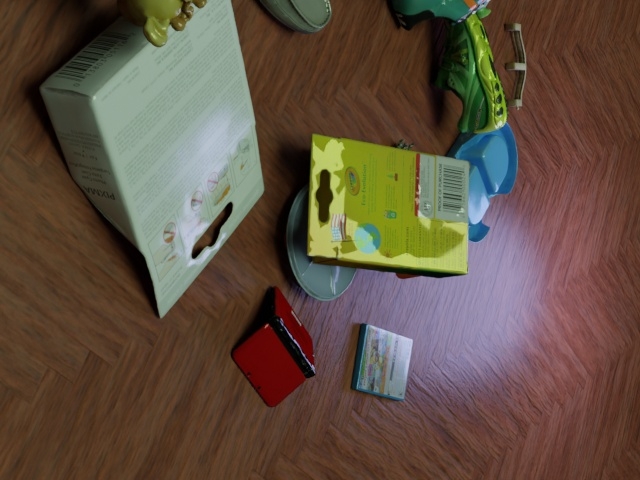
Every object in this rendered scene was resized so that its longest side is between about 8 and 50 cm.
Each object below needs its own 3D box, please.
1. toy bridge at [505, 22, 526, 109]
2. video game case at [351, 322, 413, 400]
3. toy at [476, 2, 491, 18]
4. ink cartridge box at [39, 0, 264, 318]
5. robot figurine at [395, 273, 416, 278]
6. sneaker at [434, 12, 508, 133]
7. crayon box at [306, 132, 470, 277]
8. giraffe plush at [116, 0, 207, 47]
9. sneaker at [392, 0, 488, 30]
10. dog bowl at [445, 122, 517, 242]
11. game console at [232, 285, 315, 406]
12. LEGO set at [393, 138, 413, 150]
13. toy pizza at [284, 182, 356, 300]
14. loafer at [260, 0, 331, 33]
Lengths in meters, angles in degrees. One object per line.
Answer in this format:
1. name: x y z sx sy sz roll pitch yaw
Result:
1. toy bridge: 0.434 -0.384 2.385 0.063 0.026 0.188 -10 99 -55
2. video game case: 0.115 0.225 1.973 0.166 0.015 0.119 24 73 -52
3. toy: 0.296 -0.556 2.162 0.137 0.056 0.237 -53 132 -40
4. ink cartridge box: -0.208 -0.133 1.485 0.308 0.091 0.385 -54 149 -39
5. robot figurine: 0.164 -0.043 1.936 0.128 0.158 0.219 64 36 -72
6. sneaker: 0.271 -0.347 2.088 0.109 0.123 0.295 13 62 -68
7. crayon box: 0.098 -0.053 1.772 0.318 0.081 0.202 8 80 -32
8. giraffe plush: -0.221 -0.330 1.298 0.181 0.210 0.170 -46 115 -3
9. sneaker: 0.271 -0.474 2.006 0.302 0.108 0.121 -15 130 -12
10. dog bowl: 0.308 -0.123 2.180 0.297 0.074 0.166 -56 134 -37
11. game console: -0.074 0.168 1.710 0.124 0.085 0.144 -96 161 -50
12. LEGO set: 0.153 -0.157 2.012 0.054 0.023 0.083 -34 132 -46
13. toy pizza: 0.000 0.000 1.788 0.201 0.032 0.201 6 82 -54
14. loafer: -0.060 -0.439 1.622 0.319 0.111 0.112 51 52 -42
